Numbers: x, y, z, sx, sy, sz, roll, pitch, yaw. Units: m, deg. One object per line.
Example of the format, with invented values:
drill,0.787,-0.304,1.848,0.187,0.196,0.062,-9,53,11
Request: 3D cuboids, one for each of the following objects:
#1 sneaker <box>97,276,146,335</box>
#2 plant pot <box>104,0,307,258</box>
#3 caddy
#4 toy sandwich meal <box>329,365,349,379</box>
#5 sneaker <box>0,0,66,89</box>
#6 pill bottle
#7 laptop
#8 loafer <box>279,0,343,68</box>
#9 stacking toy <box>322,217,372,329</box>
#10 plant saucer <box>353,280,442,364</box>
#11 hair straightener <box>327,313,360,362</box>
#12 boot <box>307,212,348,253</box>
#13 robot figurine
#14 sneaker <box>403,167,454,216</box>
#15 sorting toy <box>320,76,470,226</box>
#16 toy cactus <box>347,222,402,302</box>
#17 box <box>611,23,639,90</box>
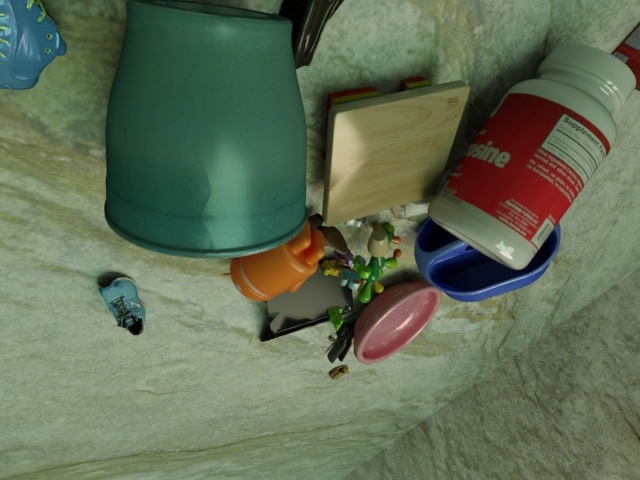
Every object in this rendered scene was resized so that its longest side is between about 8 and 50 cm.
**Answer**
sneaker,-0.380,0.132,0.859,0.064,0.073,0.162,-22,143,-11
plant pot,-0.138,-0.154,0.552,0.272,0.271,0.255,-8,124,-26
caddy,0.410,0.013,1.093,0.342,0.241,0.179,-23,151,16
toy sandwich meal,0.071,0.494,1.619,0.086,0.029,0.085,-18,142,-15
sneaker,-0.331,-0.261,0.448,0.126,0.091,0.240,-13,143,-51
pill bottle,0.419,-0.164,0.877,0.229,0.229,0.407,26,99,-48
laptop,-0.047,0.161,1.168,0.235,0.136,0.264,-13,166,-21
loafer,0.008,-0.329,0.579,0.079,0.080,0.220,-1,134,-32
stacking toy,0.060,0.060,0.955,0.052,0.221,0.166,12,125,-14
plant saucer,0.228,0.244,1.359,0.332,0.084,0.332,-26,143,-22
hair straightener,0.074,0.315,1.398,0.089,0.047,0.230,0,133,-35
boot,0.000,0.000,0.930,0.042,0.118,0.087,-24,161,-42
robot figurine,-0.092,0.045,0.892,0.220,0.128,0.158,-32,168,24
sneaker,0.294,-0.110,1.045,0.212,0.080,0.094,-16,154,-9
sorting toy,0.116,-0.174,0.825,0.257,0.089,0.255,-17,142,-17
toy cactus,0.126,0.029,1.012,0.219,0.112,0.180,-54,158,-25
box,0.761,-0.349,0.913,0.123,0.256,0.128,9,129,-38
